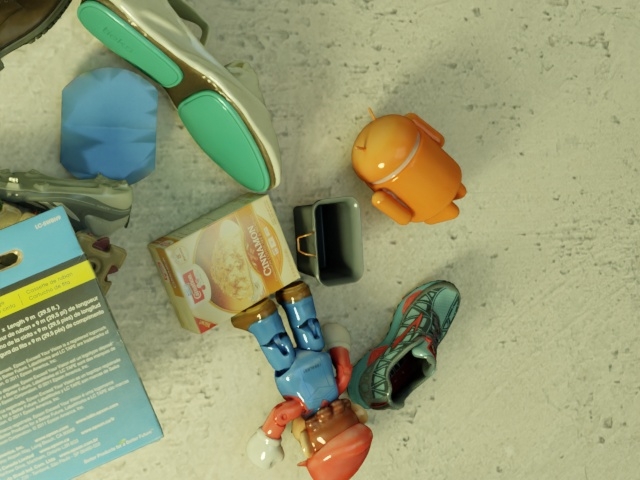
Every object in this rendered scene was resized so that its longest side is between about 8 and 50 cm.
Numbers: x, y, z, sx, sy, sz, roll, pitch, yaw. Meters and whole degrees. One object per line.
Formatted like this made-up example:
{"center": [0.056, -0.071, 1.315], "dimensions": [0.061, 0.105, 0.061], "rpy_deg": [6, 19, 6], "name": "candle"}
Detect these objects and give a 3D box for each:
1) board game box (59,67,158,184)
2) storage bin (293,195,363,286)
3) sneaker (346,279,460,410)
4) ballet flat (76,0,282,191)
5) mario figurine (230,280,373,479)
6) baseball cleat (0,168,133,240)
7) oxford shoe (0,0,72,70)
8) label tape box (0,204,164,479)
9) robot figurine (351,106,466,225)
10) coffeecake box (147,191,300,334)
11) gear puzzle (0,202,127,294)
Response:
{"center": [-0.299, -0.159, 1.675], "dimensions": [0.133, 0.033, 0.169], "rpy_deg": [1, 98, -16], "name": "board game box"}
{"center": [0.000, 0.000, 1.842], "dimensions": [0.098, 0.091, 0.135], "rpy_deg": [-9, 98, -31], "name": "storage bin"}
{"center": [0.163, 0.179, 1.937], "dimensions": [0.104, 0.125, 0.262], "rpy_deg": [46, 71, -26], "name": "sneaker"}
{"center": [-0.171, -0.243, 1.704], "dimensions": [0.400, 0.139, 0.139], "rpy_deg": [45, 71, -24], "name": "ballet flat"}
{"center": [-0.035, 0.234, 1.847], "dimensions": [0.198, 0.170, 0.321], "rpy_deg": [-20, 95, 8], "name": "mario figurine"}
{"center": [-0.360, -0.041, 1.627], "dimensions": [0.205, 0.072, 0.109], "rpy_deg": [4, 115, -18], "name": "baseball cleat"}
{"center": [-0.414, -0.294, 1.568], "dimensions": [0.227, 0.083, 0.096], "rpy_deg": [-45, 110, -22], "name": "oxford shoe"}
{"center": [-0.382, 0.152, 1.562], "dimensions": [0.240, 0.106, 0.334], "rpy_deg": [-23, 93, -12], "name": "label tape box"}
{"center": [0.138, -0.116, 1.899], "dimensions": [0.219, 0.128, 0.158], "rpy_deg": [40, 94, -29], "name": "robot figurine"}
{"center": [-0.142, 0.031, 1.769], "dimensions": [0.185, 0.068, 0.142], "rpy_deg": [-30, 109, -26], "name": "coffeecake box"}
{"center": [-0.442, 0.023, 1.586], "dimensions": [0.339, 0.044, 0.175], "rpy_deg": [23, 102, -30], "name": "gear puzzle"}
